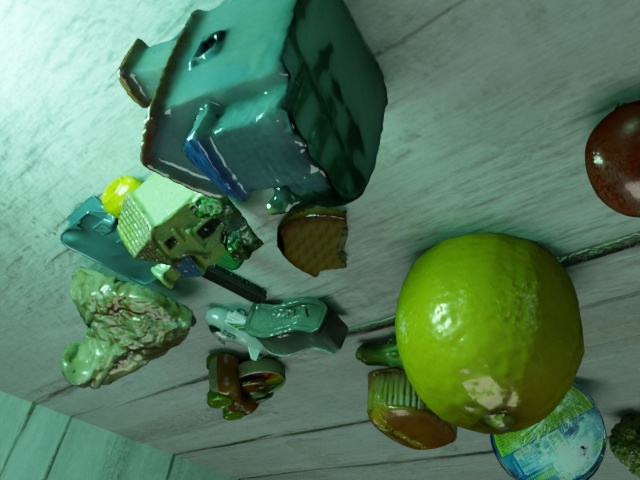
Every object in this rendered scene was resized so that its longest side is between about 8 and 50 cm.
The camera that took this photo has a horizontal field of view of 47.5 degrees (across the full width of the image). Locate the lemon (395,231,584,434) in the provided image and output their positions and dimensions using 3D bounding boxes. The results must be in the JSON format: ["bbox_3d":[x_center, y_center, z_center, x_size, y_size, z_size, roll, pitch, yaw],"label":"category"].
[{"bbox_3d":[0.305,0.189,1.334,0.363,0.365,0.364,9,149,5],"label":"lemon"}]

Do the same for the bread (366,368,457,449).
[{"bbox_3d":[0.248,0.474,1.997,0.204,0.156,0.288,-20,135,38],"label":"bread"}]

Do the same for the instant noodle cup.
[{"bbox_3d":[0.569,0.517,1.877,0.283,0.284,0.312,4,157,13],"label":"instant noodle cup"}]

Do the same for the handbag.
[{"bbox_3d":[-0.423,0.000,1.555,0.229,0.062,0.179,31,141,-28],"label":"handbag"}]

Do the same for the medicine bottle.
[{"bbox_3d":[-0.283,-0.025,1.443,0.308,0.076,0.111,33,146,-29],"label":"medicine bottle"}]

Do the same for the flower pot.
[{"bbox_3d":[-0.060,0.204,1.713,0.229,0.103,0.108,-7,143,29],"label":"flower pot"}]

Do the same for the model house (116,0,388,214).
[{"bbox_3d":[-0.116,-0.165,0.945,0.329,0.295,0.252,-6,140,23],"label":"model house"}]

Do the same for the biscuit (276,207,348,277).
[{"bbox_3d":[0.000,-0.001,1.429,0.176,0.031,0.228,29,144,-26],"label":"biscuit"}]

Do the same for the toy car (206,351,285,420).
[{"bbox_3d":[-0.202,0.406,2.084,0.234,0.145,0.235,-5,145,-3],"label":"toy car"}]

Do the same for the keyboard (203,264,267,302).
[{"bbox_3d":[-0.229,0.083,1.656,0.231,0.023,0.072,30,152,-27],"label":"keyboard"}]

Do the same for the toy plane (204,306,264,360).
[{"bbox_3d":[-0.215,0.228,1.825,0.173,0.080,0.174,17,146,12],"label":"toy plane"}]

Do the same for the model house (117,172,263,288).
[{"bbox_3d":[-0.231,-0.009,1.273,0.195,0.189,0.214,47,172,40],"label":"model house"}]

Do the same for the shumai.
[{"bbox_3d":[-0.464,0.229,1.691,0.313,0.263,0.267,15,167,13],"label":"shumai"}]

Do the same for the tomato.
[{"bbox_3d":[0.441,-0.108,0.985,0.167,0.167,0.167,9,149,5],"label":"tomato"}]

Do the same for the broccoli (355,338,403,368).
[{"bbox_3d":[0.209,0.282,1.738,0.304,0.146,0.165,-2,144,45],"label":"broccoli"}]

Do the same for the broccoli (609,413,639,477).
[{"bbox_3d":[0.912,0.533,1.828,0.254,0.186,0.302,35,150,-18],"label":"broccoli"}]
